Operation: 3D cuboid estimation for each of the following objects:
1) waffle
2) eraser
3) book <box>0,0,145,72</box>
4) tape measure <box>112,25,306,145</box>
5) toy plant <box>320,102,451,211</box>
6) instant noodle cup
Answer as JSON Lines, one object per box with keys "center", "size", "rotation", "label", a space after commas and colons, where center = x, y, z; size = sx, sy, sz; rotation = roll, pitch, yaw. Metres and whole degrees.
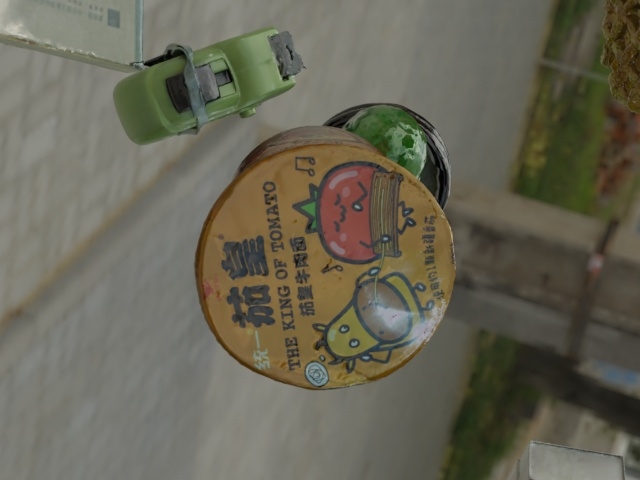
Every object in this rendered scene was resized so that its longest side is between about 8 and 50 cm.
{"center": [0.352, -0.222, 1.829], "size": [0.238, 0.059, 0.243], "rotation": [-164, -109, -65], "label": "waffle"}
{"center": [0.211, 0.277, 1.711], "size": [0.225, 0.096, 0.052], "rotation": [107, -9, -49], "label": "eraser"}
{"center": [-0.192, -0.264, 1.183], "size": [0.215, 0.025, 0.282], "rotation": [8, 79, -50], "label": "book"}
{"center": [-0.146, -0.173, 2.031], "size": [0.175, 0.200, 0.106], "rotation": [-22, 97, -37], "label": "tape measure"}
{"center": [0.061, -0.069, 2.037], "size": [0.235, 0.175, 0.218], "rotation": [-71, 177, -66], "label": "toy plant"}
{"center": [0.000, 0.000, 1.544], "size": [0.172, 0.216, 0.215], "rotation": [-100, -158, -72], "label": "instant noodle cup"}
